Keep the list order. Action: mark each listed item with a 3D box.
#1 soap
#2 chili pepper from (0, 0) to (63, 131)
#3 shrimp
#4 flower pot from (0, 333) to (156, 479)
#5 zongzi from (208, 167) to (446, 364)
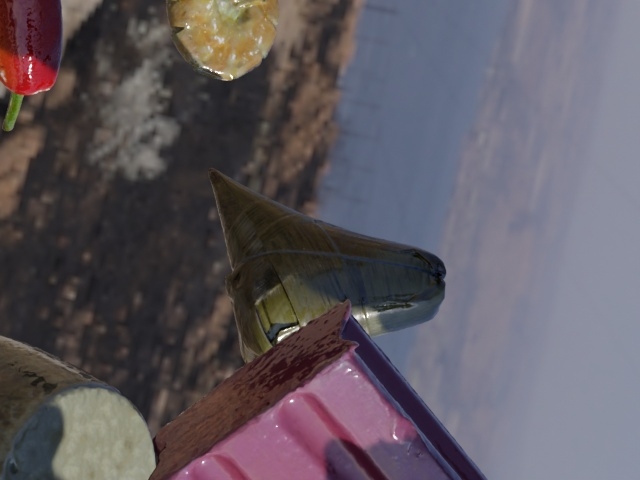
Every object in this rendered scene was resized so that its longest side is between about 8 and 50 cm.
[{"bbox_3d":[0.041,0.265,1.538,0.233,0.359,0.128,-35,-163,12],"label":"soap"},{"bbox_3d":[-0.356,-0.307,2.016,0.137,0.091,0.369,14,-70,62],"label":"chili pepper"},{"bbox_3d":[-0.097,-0.259,1.640,0.051,0.115,0.217,-5,-87,55],"label":"shrimp"},{"bbox_3d":[-0.365,0.248,1.923,0.293,0.330,0.294,-9,103,-46],"label":"flower pot"},{"bbox_3d":[0.000,0.000,2.316,0.138,0.286,0.300,87,-14,-65],"label":"zongzi"}]
